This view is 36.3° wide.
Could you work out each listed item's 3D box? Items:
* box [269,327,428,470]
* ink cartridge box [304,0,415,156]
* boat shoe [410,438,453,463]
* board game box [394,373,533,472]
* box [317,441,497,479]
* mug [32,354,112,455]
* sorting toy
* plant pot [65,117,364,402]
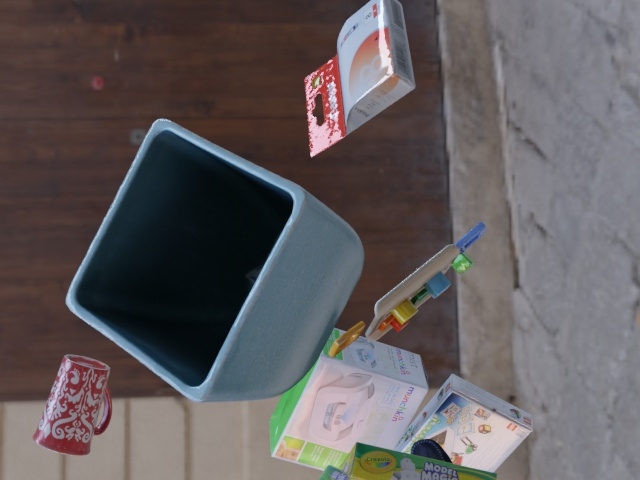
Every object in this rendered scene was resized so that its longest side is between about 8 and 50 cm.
[{"bbox_3d":[0.052,0.326,1.941,0.126,0.231,0.262,-96,29,-62],"label":"box"},{"bbox_3d":[0.034,-0.209,1.235,0.179,0.045,0.145,-30,49,33],"label":"ink cartridge box"},{"bbox_3d":[0.231,0.501,1.858,0.089,0.109,0.258,35,-146,-65],"label":"boat shoe"},{"bbox_3d":[0.275,0.432,2.035,0.305,0.193,0.053,-57,9,31],"label":"board game box"},{"bbox_3d":[0.089,0.264,1.061,0.105,0.179,0.043,110,170,-61],"label":"box"},{"bbox_3d":[-0.470,0.312,1.891,0.150,0.113,0.169,7,-80,-83],"label":"mug"},{"bbox_3d":[0.161,0.102,1.663,0.047,0.348,0.196,49,167,15],"label":"sorting toy"},{"bbox_3d":[-0.091,0.040,1.157,0.252,0.248,0.247,23,-86,-56],"label":"plant pot"}]
